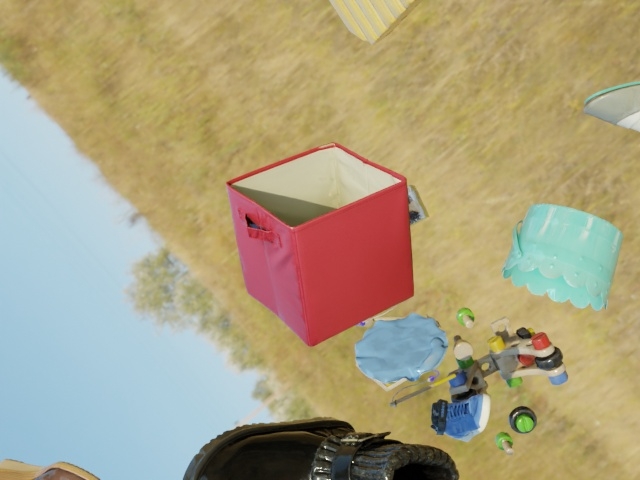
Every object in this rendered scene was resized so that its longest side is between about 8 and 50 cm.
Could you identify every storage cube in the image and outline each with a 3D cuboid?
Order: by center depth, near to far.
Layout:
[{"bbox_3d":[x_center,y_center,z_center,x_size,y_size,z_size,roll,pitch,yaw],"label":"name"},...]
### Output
[{"bbox_3d":[0.000,0.000,1.183,0.183,0.215,0.193,34,140,48],"label":"storage cube"}]

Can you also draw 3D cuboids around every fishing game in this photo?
[{"bbox_3d":[0.160,0.214,1.646,0.264,0.189,0.041,51,164,52],"label":"fishing game"}]

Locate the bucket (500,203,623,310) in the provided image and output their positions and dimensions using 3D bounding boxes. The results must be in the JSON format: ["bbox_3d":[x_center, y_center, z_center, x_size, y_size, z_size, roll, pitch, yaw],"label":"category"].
[{"bbox_3d":[0.593,0.039,2.051,0.281,0.183,0.281,21,171,4],"label":"bucket"}]

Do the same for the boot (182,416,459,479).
[{"bbox_3d":[0.004,0.346,1.208,0.260,0.348,0.131,9,103,49],"label":"boot"}]

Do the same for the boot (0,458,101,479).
[{"bbox_3d":[-0.485,0.467,1.373,0.207,0.248,0.090,-68,-32,-41],"label":"boot"}]

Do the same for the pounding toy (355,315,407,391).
[{"bbox_3d":[0.175,0.276,2.201,0.206,0.181,0.094,42,-150,-22],"label":"pounding toy"}]

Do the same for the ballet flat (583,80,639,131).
[{"bbox_3d":[0.425,-0.166,1.041,0.072,0.213,0.068,134,120,-64],"label":"ballet flat"}]

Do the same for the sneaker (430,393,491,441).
[{"bbox_3d":[0.235,0.299,1.447,0.084,0.058,0.152,15,149,-1],"label":"sneaker"}]

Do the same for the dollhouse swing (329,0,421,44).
[{"bbox_3d":[-0.085,-0.353,0.933,0.347,0.315,0.305,169,82,-78],"label":"dollhouse swing"}]

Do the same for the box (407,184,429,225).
[{"bbox_3d":[0.124,-0.039,1.907,0.087,0.232,0.058,64,-164,5],"label":"box"}]

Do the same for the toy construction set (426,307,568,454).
[{"bbox_3d":[0.357,0.248,1.833,0.309,0.257,0.237,38,-169,-10],"label":"toy construction set"}]
